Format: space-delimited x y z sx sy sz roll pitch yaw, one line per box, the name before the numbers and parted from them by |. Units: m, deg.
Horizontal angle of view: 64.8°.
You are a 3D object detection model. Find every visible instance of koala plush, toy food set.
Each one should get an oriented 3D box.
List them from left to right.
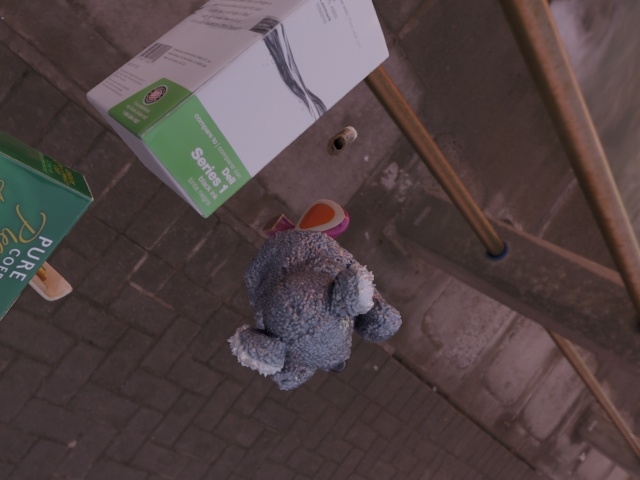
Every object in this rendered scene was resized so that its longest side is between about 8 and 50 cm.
toy food set | -0.617 -0.017 1.007 0.092 0.219 0.306 -46 168 -25
koala plush | -0.017 0.085 0.612 0.196 0.221 0.203 -29 93 3

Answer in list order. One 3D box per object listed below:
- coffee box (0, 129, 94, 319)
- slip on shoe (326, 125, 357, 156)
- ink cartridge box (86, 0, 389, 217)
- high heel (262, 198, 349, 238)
coffee box | -0.234 -0.028 0.262 0.113 0.040 0.184 -51 136 6
slip on shoe | 0.046 -0.250 1.310 0.041 0.135 0.051 -42 99 -28
ink cartridge box | -0.073 -0.146 0.445 0.219 0.160 0.093 -43 132 -12
high heel | 0.000 0.000 1.292 0.181 0.377 0.127 45 71 -21
